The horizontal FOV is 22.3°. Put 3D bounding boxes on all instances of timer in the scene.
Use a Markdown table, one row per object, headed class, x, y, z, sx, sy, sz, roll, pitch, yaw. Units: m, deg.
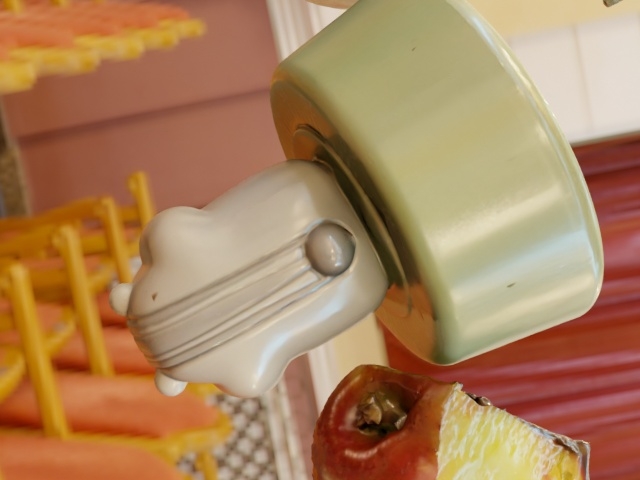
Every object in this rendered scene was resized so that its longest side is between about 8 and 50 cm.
| class | x | y | z | sx | sy | sz | roll | pitch | yaw |
| --- | --- | --- | --- | --- | --- | --- | --- | --- | --- |
| timer | 0.000 | 0.000 | 1.193 | 0.290 | 0.315 | 0.291 | 57 | -11 | 17 |

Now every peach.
| class | x | y | z | sx | sy | sz | roll | pitch | yaw |
| --- | --- | --- | --- | --- | --- | --- | --- | --- | --- |
| peach | 0.093 | 0.189 | 1.250 | 0.267 | 0.154 | 0.158 | 25 | 85 | -52 |

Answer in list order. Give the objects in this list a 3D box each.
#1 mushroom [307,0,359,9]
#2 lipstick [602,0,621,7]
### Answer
| class | x | y | z | sx | sy | sz | roll | pitch | yaw |
| --- | --- | --- | --- | --- | --- | --- | --- | --- | --- |
| mushroom | 0.045 | -0.329 | 1.655 | 0.255 | 0.255 | 0.184 | 60 | 19 | -75 |
| lipstick | 0.262 | -0.283 | 1.563 | 0.116 | 0.037 | 0.037 | 59 | 8 | -6 |
